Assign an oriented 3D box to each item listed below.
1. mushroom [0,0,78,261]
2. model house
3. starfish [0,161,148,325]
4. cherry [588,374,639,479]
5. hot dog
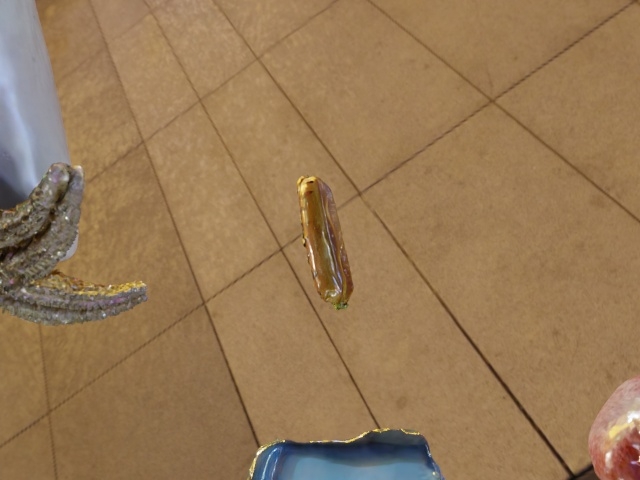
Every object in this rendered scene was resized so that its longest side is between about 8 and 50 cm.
[{"bbox_3d":[-0.222,-0.193,0.375,0.178,0.396,0.126,7,14,0],"label":"mushroom"},{"bbox_3d":[0.060,0.388,0.695,0.216,0.303,0.237,-11,40,22],"label":"model house"},{"bbox_3d":[-0.225,0.013,0.367,0.240,0.227,0.043,-41,32,29],"label":"starfish"},{"bbox_3d":[0.244,0.171,0.425,0.107,0.090,0.225,-25,16,28],"label":"cherry"},{"bbox_3d":[0.000,0.000,0.526,0.037,0.049,0.122,-16,74,11],"label":"hot dog"}]
